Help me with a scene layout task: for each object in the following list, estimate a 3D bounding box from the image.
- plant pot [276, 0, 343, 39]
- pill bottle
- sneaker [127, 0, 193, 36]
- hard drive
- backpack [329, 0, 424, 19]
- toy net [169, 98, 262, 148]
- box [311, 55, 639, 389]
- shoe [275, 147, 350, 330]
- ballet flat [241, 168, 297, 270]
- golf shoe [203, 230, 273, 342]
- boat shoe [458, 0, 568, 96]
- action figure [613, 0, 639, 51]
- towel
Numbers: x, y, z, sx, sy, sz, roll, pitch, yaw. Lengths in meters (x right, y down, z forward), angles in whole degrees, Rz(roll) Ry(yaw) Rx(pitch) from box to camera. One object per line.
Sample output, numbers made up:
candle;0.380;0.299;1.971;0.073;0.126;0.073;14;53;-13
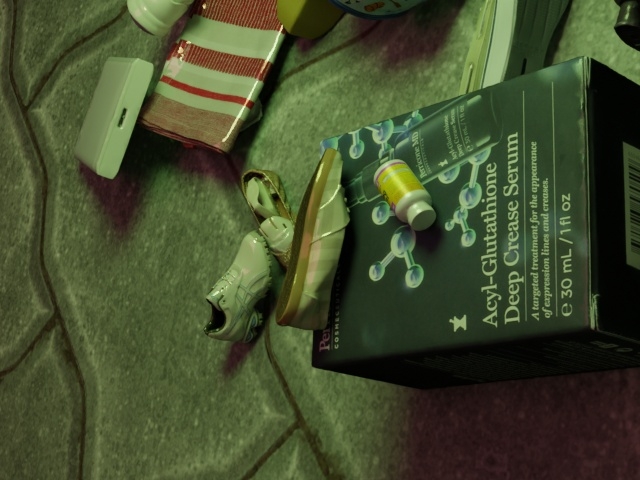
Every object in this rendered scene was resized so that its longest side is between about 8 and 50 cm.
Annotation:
plant pot;-0.021;-0.358;1.809;0.083;0.081;0.081;-57;44;26
pill bottle;0.094;-0.049;1.294;0.043;0.043;0.083;-51;46;21
sneaker;-0.237;-0.473;2.013;0.152;0.114;0.305;-37;34;31
hard drive;-0.368;-0.222;2.069;0.203;0.040;0.307;-70;21;2
backpack;0.069;-0.437;1.614;0.213;0.276;0.263;-31;69;53
toy net;-0.188;-0.210;1.954;0.232;0.045;0.122;15;87;47
box;0.201;0.001;1.357;0.395;0.212;0.293;-14;67;44
shoe;0.000;0.000;1.378;0.076;0.058;0.219;150;134;-76
ballet flat;-0.071;-0.030;1.755;0.073;0.067;0.206;-47;49;20
golf shoe;-0.125;0.072;1.735;0.069;0.086;0.176;32;117;51
boat shoe;0.238;-0.276;1.490;0.094;0.109;0.302;17;92;50
action figure;0.397;-0.374;1.369;0.185;0.099;0.285;-9;66;52
towel;-0.159;-0.309;1.919;0.237;0.037;0.329;20;82;43
